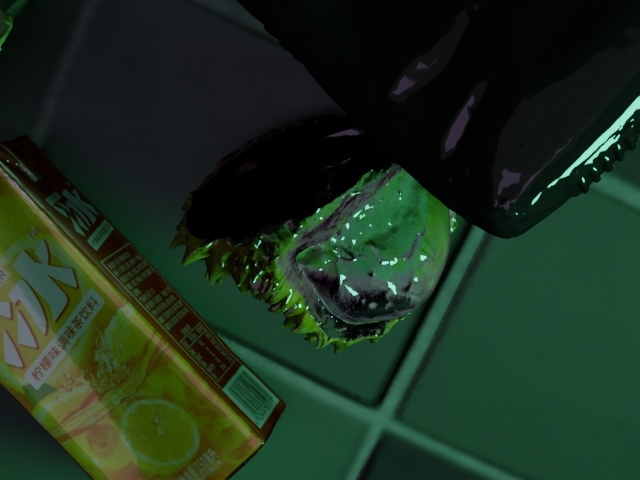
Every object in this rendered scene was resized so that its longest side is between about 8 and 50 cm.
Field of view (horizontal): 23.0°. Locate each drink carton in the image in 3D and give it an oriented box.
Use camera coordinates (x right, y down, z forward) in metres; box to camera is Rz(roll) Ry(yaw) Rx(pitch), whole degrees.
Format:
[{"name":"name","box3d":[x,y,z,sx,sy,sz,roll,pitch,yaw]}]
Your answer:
[{"name":"drink carton","box3d":[-0.132,0.054,0.895,0.096,0.071,0.223,-43,92,15]}]

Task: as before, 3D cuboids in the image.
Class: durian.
[{"name":"durian","box3d":[0.001,0.003,0.841,0.119,0.187,0.108,15,127,44]}]

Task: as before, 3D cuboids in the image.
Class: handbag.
[{"name":"handbag","box3d":[0.105,-0.165,0.777,0.275,0.088,0.244,-45,77,4]}]

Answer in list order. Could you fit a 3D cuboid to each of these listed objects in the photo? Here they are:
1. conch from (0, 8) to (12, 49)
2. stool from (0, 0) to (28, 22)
[{"name":"conch","box3d":[-0.294,-0.076,0.828,0.143,0.137,0.251,37,146,-27]},{"name":"stool","box3d":[-0.172,-0.227,0.825,0.139,0.228,0.153,-7,57,-10]}]
